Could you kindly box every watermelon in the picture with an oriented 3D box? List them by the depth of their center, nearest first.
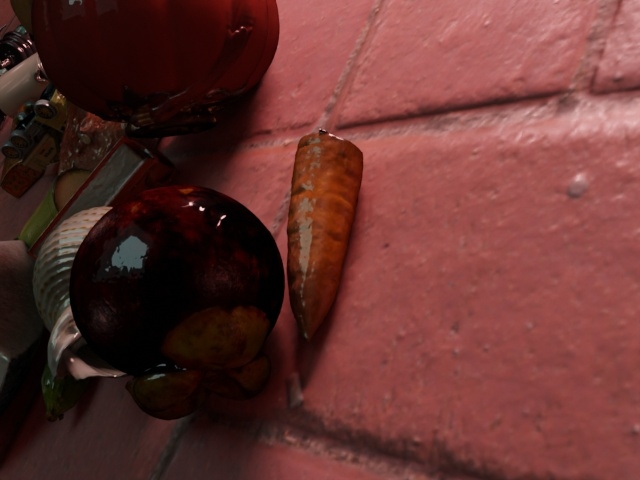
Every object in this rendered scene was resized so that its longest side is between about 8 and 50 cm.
[{"bbox_3d":[-0.501,0.099,1.129,0.228,0.258,0.387,-53,34,6],"label":"watermelon"},{"bbox_3d":[-0.314,-0.154,1.291,0.193,0.139,0.257,-11,58,55],"label":"watermelon"}]

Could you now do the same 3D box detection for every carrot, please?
[{"bbox_3d":[0.000,0.000,0.815,0.072,0.072,0.205,-19,54,40],"label":"carrot"}]

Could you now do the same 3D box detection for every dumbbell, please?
[{"bbox_3d":[-0.588,-0.402,1.816,0.099,0.099,0.208,-16,24,41],"label":"dumbbell"}]

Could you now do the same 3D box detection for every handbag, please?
[{"bbox_3d":[-0.266,-0.039,1.106,0.190,0.063,0.127,-51,-10,2],"label":"handbag"}]

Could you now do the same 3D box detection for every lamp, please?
[{"bbox_3d":[-0.200,-0.260,1.088,0.303,0.303,0.257,-5,92,48],"label":"lamp"}]

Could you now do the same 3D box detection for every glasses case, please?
[{"bbox_3d":[-0.543,-0.174,1.618,0.075,0.049,0.218,-39,36,18],"label":"glasses case"}]

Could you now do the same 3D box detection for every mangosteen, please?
[{"bbox_3d":[-0.123,0.050,0.791,0.210,0.210,0.210,-30,39,29],"label":"mangosteen"}]

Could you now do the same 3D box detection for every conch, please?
[{"bbox_3d":[-0.225,0.065,0.943,0.131,0.172,0.200,126,161,-72],"label":"conch"}]

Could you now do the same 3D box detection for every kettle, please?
[{"bbox_3d":[-0.547,-0.308,1.725,0.148,0.127,0.098,-25,74,31],"label":"kettle"}]

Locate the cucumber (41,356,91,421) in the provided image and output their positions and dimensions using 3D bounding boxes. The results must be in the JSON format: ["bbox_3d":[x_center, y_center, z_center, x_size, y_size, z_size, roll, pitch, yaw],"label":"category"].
[{"bbox_3d":[-0.279,0.105,1.037,0.069,0.069,0.227,-20,47,39],"label":"cucumber"}]

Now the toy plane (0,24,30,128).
[{"bbox_3d":[-0.696,-0.350,1.925,0.155,0.106,0.382,20,70,43],"label":"toy plane"}]

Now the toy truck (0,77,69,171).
[{"bbox_3d":[-0.431,-0.183,1.439,0.191,0.116,0.085,-35,36,39],"label":"toy truck"}]

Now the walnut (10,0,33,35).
[{"bbox_3d":[-0.333,-0.410,1.397,0.282,0.277,0.253,5,68,39],"label":"walnut"}]

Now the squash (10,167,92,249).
[{"bbox_3d":[-0.387,-0.019,1.255,0.224,0.094,0.094,-28,40,41],"label":"squash"}]
